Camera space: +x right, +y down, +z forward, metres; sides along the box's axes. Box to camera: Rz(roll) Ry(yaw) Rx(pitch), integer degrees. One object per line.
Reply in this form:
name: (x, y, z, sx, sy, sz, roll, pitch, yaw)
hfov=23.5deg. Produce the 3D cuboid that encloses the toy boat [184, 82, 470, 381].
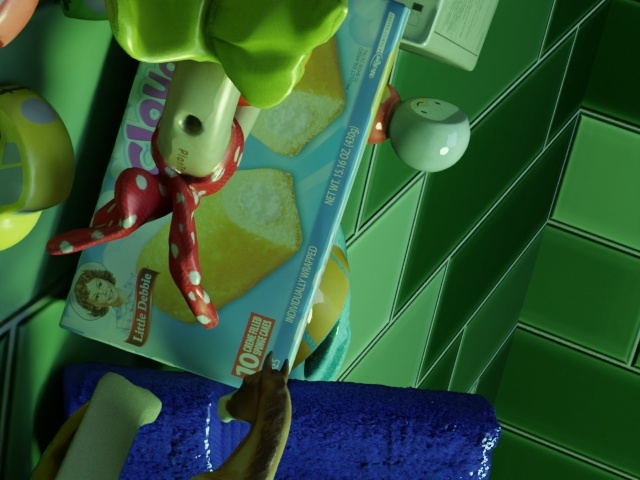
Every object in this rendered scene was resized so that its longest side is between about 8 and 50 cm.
toy boat: (0.000, 0.000, 1.255, 0.318, 0.148, 0.267, -63, 162, -19)

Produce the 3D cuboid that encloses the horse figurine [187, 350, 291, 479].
horse figurine: (-0.085, 0.204, 0.893, 0.174, 0.066, 0.263, -38, -159, 32)

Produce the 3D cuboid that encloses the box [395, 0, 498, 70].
box: (0.070, -0.222, 1.191, 0.311, 0.121, 0.148, -10, 118, -79)

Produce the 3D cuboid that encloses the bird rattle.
bird rattle: (-0.046, -0.089, 0.844, 0.207, 0.143, 0.253, -61, 164, -47)

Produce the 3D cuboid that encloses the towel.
towel: (-0.032, 0.184, 1.112, 0.227, 0.308, 0.076, 90, 4, -50)

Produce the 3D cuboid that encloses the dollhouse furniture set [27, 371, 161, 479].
dollhouse furniture set: (-0.229, 0.212, 0.920, 0.197, 0.151, 0.301, -58, -171, 41)

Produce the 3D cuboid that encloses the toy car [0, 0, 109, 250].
toy car: (-0.135, -0.126, 0.840, 0.225, 0.053, 0.239, -55, 159, -38)

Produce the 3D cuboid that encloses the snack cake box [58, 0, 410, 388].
snack cake box: (-0.054, -0.049, 0.993, 0.089, 0.152, 0.264, -63, 171, -81)
